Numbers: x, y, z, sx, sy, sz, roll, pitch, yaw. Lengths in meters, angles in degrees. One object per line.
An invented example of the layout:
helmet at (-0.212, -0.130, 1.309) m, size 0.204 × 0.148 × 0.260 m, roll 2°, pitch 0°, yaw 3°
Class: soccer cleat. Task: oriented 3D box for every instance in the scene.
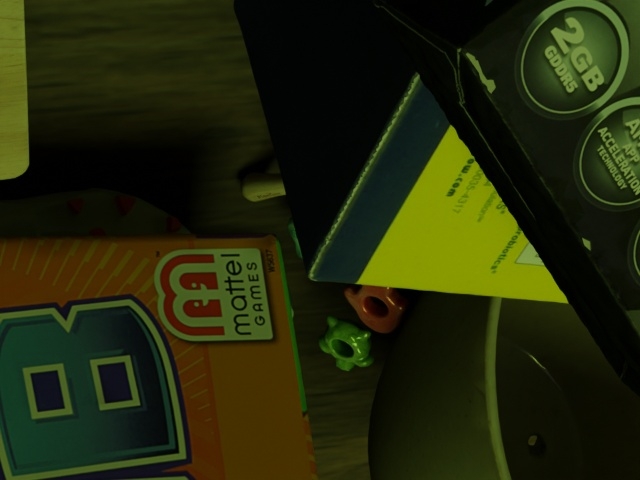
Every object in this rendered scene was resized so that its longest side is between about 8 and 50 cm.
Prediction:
soccer cleat at (-0.161, 0.006, 1.014) m, size 0.196 × 0.068 × 0.076 m, roll 4°, pitch 167°, yaw -32°

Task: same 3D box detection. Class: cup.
cup at (0.162, 0.116, 1.090) m, size 0.331 × 0.331 × 0.237 m, roll 12°, pitch 161°, yaw -30°

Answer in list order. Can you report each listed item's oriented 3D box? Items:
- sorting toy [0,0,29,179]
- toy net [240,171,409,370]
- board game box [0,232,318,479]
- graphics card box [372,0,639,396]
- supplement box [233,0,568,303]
sorting toy at (-0.263, -0.133, 0.784) m, size 0.257 × 0.089 × 0.255 m, roll -6°, pitch 140°, yaw -13°
toy net at (0.000, 0.000, 1.022) m, size 0.122 × 0.045 × 0.232 m, roll 30°, pitch 141°, yaw 6°
board game box at (-0.207, 0.235, 0.973) m, size 0.356 × 0.357 × 0.356 m, roll -1°, pitch 153°, yaw -17°
graphics card box at (0.229, -0.114, 0.706) m, size 0.371 × 0.094 × 0.233 m, roll -37°, pitch 121°, yaw -3°
supplement box at (0.167, -0.099, 0.886) m, size 0.356 × 0.194 × 0.195 m, roll 5°, pitch 137°, yaw -25°
